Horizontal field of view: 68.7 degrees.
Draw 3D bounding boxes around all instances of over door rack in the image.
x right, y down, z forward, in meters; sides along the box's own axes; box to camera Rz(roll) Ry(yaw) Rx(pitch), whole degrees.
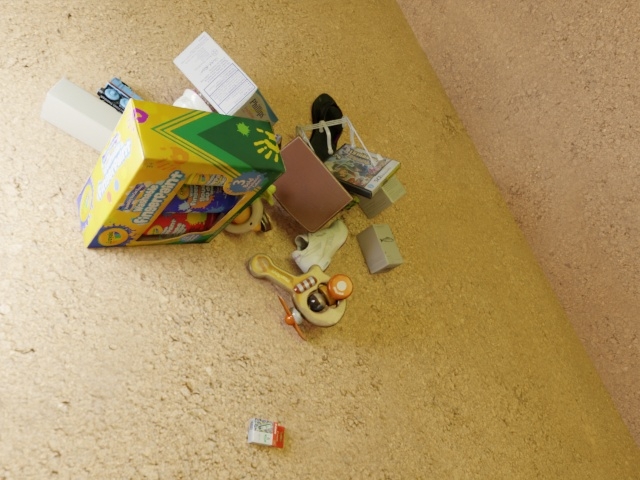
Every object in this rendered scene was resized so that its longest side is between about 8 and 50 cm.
[{"bbox_3d":[0.063,-0.366,1.893,0.240,0.108,0.324,-17,52,-19],"label":"over door rack"}]

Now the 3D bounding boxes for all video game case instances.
[{"bbox_3d":[0.149,-0.291,1.913,0.275,0.035,0.248,25,50,24],"label":"video game case"}]

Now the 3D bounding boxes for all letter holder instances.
[{"bbox_3d":[-0.067,-0.184,1.700,0.214,0.152,0.301,-41,92,-11],"label":"letter holder"}]

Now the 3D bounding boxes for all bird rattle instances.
[{"bbox_3d":[-0.273,-0.124,1.504,0.143,0.254,0.206,-39,130,-85],"label":"bird rattle"}]

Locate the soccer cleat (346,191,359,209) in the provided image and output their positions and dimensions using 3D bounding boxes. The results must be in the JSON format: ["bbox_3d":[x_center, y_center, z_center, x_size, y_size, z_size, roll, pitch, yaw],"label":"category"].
[{"bbox_3d":[0.045,-0.193,1.894,0.289,0.093,0.121,5,59,-40],"label":"soccer cleat"}]

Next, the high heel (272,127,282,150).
[{"bbox_3d":[-0.177,-0.393,1.753,0.093,0.186,0.261,29,48,-24],"label":"high heel"}]

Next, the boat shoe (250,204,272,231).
[{"bbox_3d":[-0.244,-0.108,1.599,0.073,0.073,0.207,-29,75,-34],"label":"boat shoe"}]

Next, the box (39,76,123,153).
[{"bbox_3d":[-0.643,-0.334,1.356,0.275,0.113,0.094,33,45,-23],"label":"box"}]

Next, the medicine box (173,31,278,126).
[{"bbox_3d":[-0.313,-0.511,1.609,0.289,0.149,0.263,49,3,12],"label":"medicine box"}]

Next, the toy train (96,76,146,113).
[{"bbox_3d":[-0.605,-0.425,1.475,0.184,0.080,0.105,35,40,-20],"label":"toy train"}]

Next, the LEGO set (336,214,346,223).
[{"bbox_3d":[0.080,-0.070,1.901,0.054,0.023,0.083,58,29,2],"label":"LEGO set"}]

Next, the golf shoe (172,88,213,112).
[{"bbox_3d":[-0.392,-0.369,1.625,0.140,0.115,0.306,-45,114,-10],"label":"golf shoe"}]

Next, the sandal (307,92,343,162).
[{"bbox_3d":[0.044,-0.506,2.084,0.168,0.107,0.445,26,50,-26],"label":"sandal"}]

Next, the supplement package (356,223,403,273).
[{"bbox_3d":[0.242,0.034,1.911,0.105,0.105,0.179,-3,66,-42],"label":"supplement package"}]

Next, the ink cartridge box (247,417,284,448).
[{"bbox_3d":[-0.143,0.535,1.297,0.115,0.029,0.062,24,50,-29],"label":"ink cartridge box"}]

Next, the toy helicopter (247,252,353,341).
[{"bbox_3d":[-0.085,0.167,1.523,0.355,0.140,0.234,30,70,-2],"label":"toy helicopter"}]

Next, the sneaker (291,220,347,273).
[{"bbox_3d":[0.000,0.000,1.709,0.152,0.114,0.305,46,43,-11],"label":"sneaker"}]

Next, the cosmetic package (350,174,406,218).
[{"bbox_3d":[0.244,-0.224,2.047,0.183,0.151,0.151,54,42,0],"label":"cosmetic package"}]

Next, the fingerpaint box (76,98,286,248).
[{"bbox_3d":[-0.373,-0.140,1.222,0.371,0.445,0.163,-2,66,-43],"label":"fingerpaint box"}]
